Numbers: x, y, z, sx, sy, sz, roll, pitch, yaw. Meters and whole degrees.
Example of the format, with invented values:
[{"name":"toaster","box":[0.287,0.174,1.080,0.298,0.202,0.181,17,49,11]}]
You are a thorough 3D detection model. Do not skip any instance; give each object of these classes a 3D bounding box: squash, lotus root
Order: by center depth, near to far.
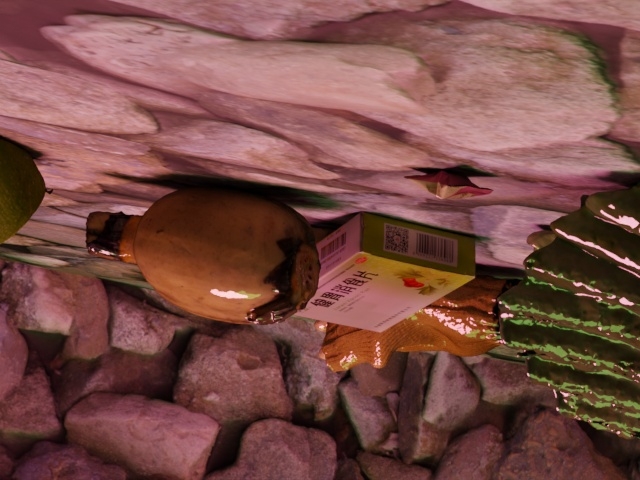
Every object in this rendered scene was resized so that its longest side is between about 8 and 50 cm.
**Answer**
[{"name":"squash","box":[-0.446,-0.121,1.875,0.111,0.203,0.288,4,136,38]},{"name":"lotus root","box":[-0.151,0.013,2.020,0.310,0.183,0.183,9,173,17]}]

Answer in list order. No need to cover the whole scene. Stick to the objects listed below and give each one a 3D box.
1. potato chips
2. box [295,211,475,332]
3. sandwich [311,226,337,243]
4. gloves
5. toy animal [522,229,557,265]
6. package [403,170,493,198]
[{"name":"potato chips","box":[0.361,0.112,1.568,0.389,0.097,0.373,9,131,42]},{"name":"box","box":[0.070,0.048,2.154,0.175,0.062,0.260,12,156,-24]},{"name":"sandwich","box":[0.000,0.000,2.325,0.117,0.144,0.187,8,137,6]},{"name":"gloves","box":[0.151,0.112,2.436,0.356,0.155,0.203,-12,171,25]},{"name":"toy animal","box":[0.349,0.039,1.969,0.219,0.103,0.101,8,-168,-5]},{"name":"package","box":[0.133,-0.058,1.667,0.059,0.029,0.083,5,-173,-37]}]
